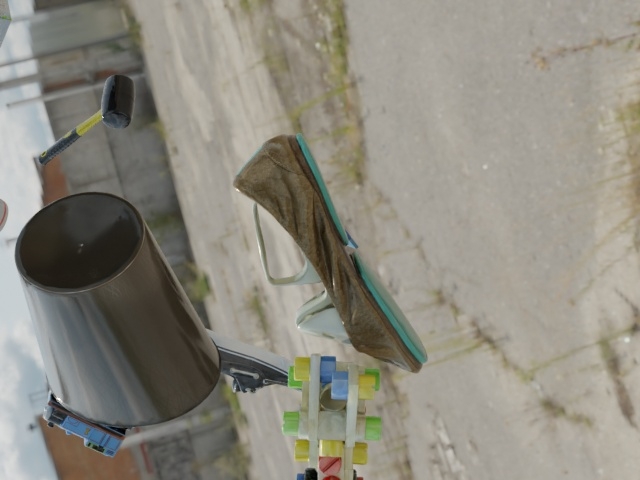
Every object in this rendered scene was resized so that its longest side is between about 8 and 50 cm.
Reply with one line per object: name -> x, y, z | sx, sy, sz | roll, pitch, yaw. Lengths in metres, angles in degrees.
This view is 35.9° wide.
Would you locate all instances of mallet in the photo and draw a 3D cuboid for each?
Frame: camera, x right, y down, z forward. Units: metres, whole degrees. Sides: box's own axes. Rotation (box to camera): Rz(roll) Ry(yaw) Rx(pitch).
mallet -> -0.297, -0.149, 1.242 | 0.189, 0.039, 0.062 | -20, 54, 41

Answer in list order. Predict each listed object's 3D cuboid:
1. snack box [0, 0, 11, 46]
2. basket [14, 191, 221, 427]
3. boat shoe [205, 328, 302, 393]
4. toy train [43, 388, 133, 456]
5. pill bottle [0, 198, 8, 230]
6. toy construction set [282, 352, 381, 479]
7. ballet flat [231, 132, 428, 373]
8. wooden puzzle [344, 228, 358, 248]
snack box -> -0.519, -0.312, 1.518 | 0.141, 0.037, 0.100 | -56, 39, 30
basket -> -0.222, 0.070, 1.027 | 0.227, 0.204, 0.154 | 82, -162, -50
boat shoe -> -0.152, 0.273, 2.062 | 0.108, 0.301, 0.102 | 146, 144, -74
toy train -> -0.452, 0.340, 1.921 | 0.105, 0.184, 0.080 | -59, 19, 4
pill bottle -> -0.671, -0.070, 1.851 | 0.160, 0.087, 0.087 | 40, -158, -50
toy construction set -> 0.003, 0.288, 1.249 | 0.215, 0.151, 0.328 | -88, 14, -81
ballet flat -> 0.002, 0.037, 1.190 | 0.342, 0.124, 0.116 | 59, -173, -19
wooden puzzle -> 0.000, 0.000, 1.329 | 0.079, 0.014, 0.116 | 57, 146, -3
